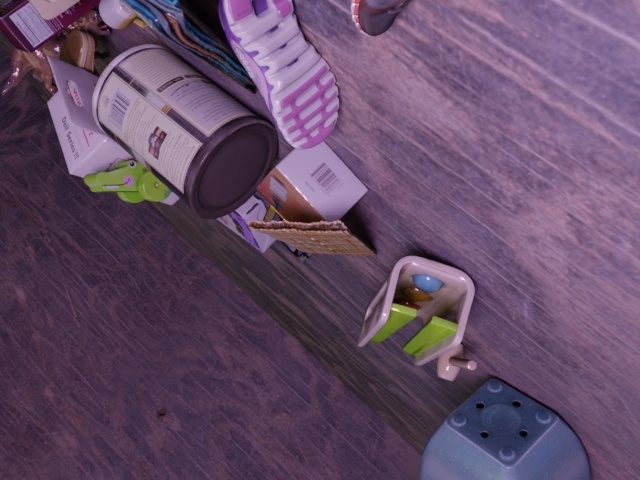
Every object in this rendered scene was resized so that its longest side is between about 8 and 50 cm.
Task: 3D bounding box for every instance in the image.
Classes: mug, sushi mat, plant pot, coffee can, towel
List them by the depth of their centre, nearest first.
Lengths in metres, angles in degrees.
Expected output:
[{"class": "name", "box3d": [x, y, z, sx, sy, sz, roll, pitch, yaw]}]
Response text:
[{"class": "towel", "box3d": [-0.214, -0.310, 0.737, 0.271, 0.040, 0.370, 42, -171, 3]}, {"class": "sushi mat", "box3d": [0.000, 0.000, 0.967, 0.152, 0.019, 0.316, 2, 173, 13]}, {"class": "mug", "box3d": [-0.350, -0.419, 1.045, 0.064, 0.078, 0.062, 6, 107, 52]}, {"class": "coffee can", "box3d": [-0.243, -0.198, 1.045, 0.275, 0.201, 0.201, 39, 163, 21]}, {"class": "plant pot", "box3d": [0.341, 0.414, 1.085, 0.247, 0.248, 0.252, 29, 141, 45]}]

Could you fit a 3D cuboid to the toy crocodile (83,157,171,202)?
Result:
[{"class": "toy crocodile", "box3d": [-0.301, -0.131, 1.181, 0.115, 0.341, 0.105, 2, 96, 50]}]

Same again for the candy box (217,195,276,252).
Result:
[{"class": "candy box", "box3d": [-0.214, -0.078, 1.500, 0.196, 0.070, 0.164, 34, 161, 31]}]

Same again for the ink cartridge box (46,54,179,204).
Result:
[{"class": "ink cartridge box", "box3d": [-0.439, -0.223, 1.240, 0.353, 0.119, 0.207, 20, -142, -58]}]

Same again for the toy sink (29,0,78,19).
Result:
[{"class": "toy sink", "box3d": [-0.411, -0.464, 0.891, 0.131, 0.153, 0.234, 33, 159, 34]}]

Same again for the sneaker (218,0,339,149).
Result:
[{"class": "sneaker", "box3d": [-0.058, -0.227, 0.739, 0.104, 0.095, 0.236, 34, 157, 53]}]

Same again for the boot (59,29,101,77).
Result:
[{"class": "boot", "box3d": [-0.476, -0.352, 1.315, 0.095, 0.204, 0.262, 54, 137, 29]}]

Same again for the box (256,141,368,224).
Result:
[{"class": "box", "box3d": [-0.020, -0.086, 0.973, 0.130, 0.091, 0.170, 46, 163, -7]}]

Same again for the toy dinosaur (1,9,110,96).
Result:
[{"class": "toy dinosaur", "box3d": [-0.605, -0.439, 1.311, 0.200, 0.296, 0.127, 74, 177, -57]}]

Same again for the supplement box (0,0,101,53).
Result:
[{"class": "supplement box", "box3d": [-0.535, -0.458, 1.136, 0.104, 0.188, 0.080, 28, 158, 44]}]

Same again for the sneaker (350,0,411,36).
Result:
[{"class": "sneaker", "box3d": [0.071, -0.219, 0.490, 0.065, 0.061, 0.158, 36, 164, 6]}]

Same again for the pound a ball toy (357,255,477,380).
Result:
[{"class": "pound a ball toy", "box3d": [0.190, 0.137, 1.003, 0.208, 0.135, 0.319, 18, 161, 2]}]

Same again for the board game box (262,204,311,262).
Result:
[{"class": "board game box", "box3d": [-0.059, -0.025, 1.299, 0.141, 0.048, 0.170, 47, 164, -1]}]
